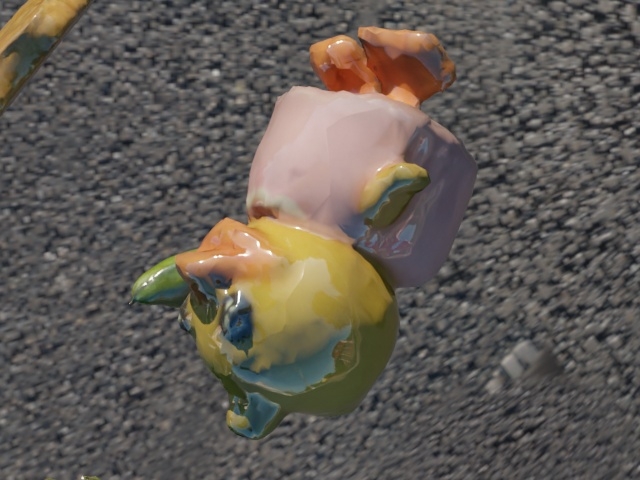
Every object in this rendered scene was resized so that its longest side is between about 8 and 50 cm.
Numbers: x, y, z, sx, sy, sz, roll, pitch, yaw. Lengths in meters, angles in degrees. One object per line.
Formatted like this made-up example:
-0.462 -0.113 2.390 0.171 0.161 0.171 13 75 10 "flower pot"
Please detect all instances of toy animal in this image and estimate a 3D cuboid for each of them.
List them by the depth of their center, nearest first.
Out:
0.002 0.004 0.979 0.169 0.195 0.281 39 72 -23 "toy animal"

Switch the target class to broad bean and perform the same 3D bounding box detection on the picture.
-0.076 0.015 1.382 0.046 0.255 0.065 51 151 27 "broad bean"

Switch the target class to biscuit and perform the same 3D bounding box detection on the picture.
-0.370 -0.179 1.609 0.062 0.385 0.365 40 97 -13 "biscuit"

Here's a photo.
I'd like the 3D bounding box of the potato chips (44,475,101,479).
-0.311 0.337 1.318 0.358 0.429 0.070 -12 105 24 "potato chips"
